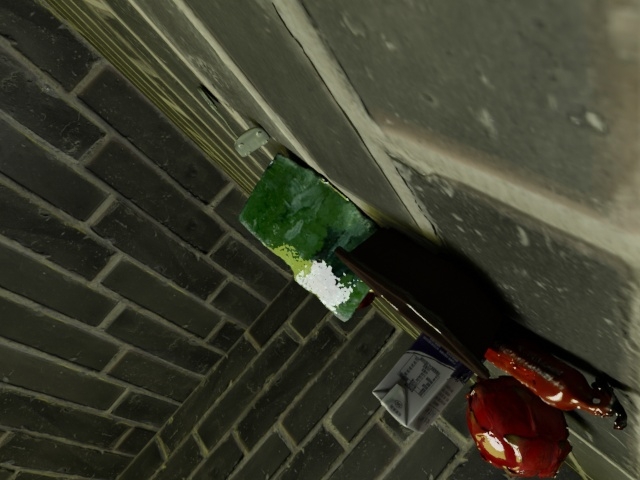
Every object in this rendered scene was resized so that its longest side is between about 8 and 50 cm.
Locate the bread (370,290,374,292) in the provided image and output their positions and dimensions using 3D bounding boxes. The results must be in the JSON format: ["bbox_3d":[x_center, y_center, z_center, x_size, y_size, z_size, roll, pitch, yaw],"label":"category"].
[{"bbox_3d":[0.112,0.080,1.169,0.094,0.083,0.157,28,-174,-45],"label":"bread"}]

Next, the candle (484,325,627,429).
[{"bbox_3d":[0.249,0.145,0.611,0.084,0.059,0.301,28,-178,-20],"label":"candle"}]

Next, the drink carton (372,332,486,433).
[{"bbox_3d":[0.223,0.264,0.966,0.101,0.222,0.134,38,175,33],"label":"drink carton"}]

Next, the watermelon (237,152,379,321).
[{"bbox_3d":[-0.009,0.003,0.879,0.264,0.151,0.302,41,176,3],"label":"watermelon"}]

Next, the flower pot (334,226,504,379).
[{"bbox_3d":[0.135,0.063,0.646,0.179,0.084,0.251,43,177,-31],"label":"flower pot"}]

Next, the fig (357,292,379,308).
[{"bbox_3d":[0.134,0.177,1.617,0.150,0.128,0.128,44,176,-2],"label":"fig"}]

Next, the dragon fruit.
[{"bbox_3d":[0.360,0.343,0.899,0.209,0.172,0.172,38,175,25],"label":"dragon fruit"}]

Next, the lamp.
[{"bbox_3d":[-0.157,-0.218,0.843,0.198,0.056,0.050,52,-176,33],"label":"lamp"}]
